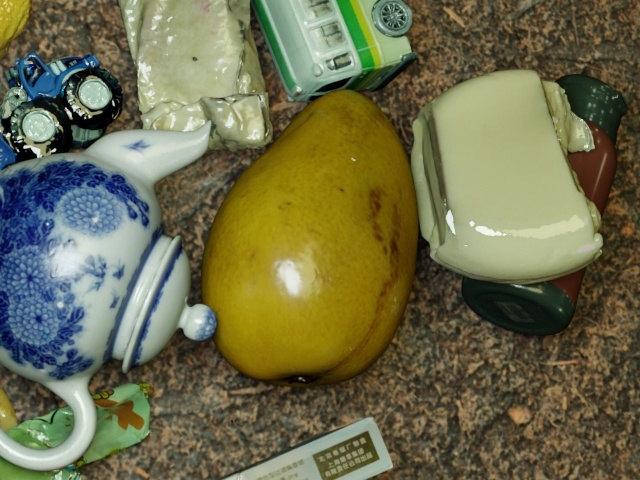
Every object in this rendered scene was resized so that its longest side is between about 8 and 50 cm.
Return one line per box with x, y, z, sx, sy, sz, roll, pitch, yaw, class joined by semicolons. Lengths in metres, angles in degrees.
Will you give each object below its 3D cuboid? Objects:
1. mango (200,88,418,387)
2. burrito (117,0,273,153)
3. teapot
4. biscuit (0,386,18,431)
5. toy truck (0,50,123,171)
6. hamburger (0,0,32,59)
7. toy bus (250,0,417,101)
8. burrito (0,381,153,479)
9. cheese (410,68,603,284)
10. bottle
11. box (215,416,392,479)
0.000;0.000;1.844;0.264;0.221;0.378;47;50;-40;mango
-0.158;-0.256;1.911;0.175;0.107;0.348;-16;77;2;burrito
-0.242;0.044;1.711;0.280;0.252;0.424;23;83;1;teapot
-0.371;0.267;1.754;0.118;0.029;0.247;-18;83;-23;biscuit
-0.336;-0.136;1.824;0.208;0.113;0.126;-40;92;-24;toy truck
-0.453;-0.244;1.797;0.283;0.144;0.157;-18;93;-21;hamburger
-0.007;-0.314;1.975;0.164;0.133;0.276;-20;84;-23;toy bus
-0.297;0.244;1.756;0.288;0.054;0.104;-20;86;-34;burrito
0.229;-0.075;1.885;0.233;0.127;0.266;-9;67;-3;cheese
0.297;-0.054;2.017;0.144;0.144;0.336;28;67;-11;bottle
-0.057;0.280;1.796;0.243;0.155;0.067;-20;83;-24;box
